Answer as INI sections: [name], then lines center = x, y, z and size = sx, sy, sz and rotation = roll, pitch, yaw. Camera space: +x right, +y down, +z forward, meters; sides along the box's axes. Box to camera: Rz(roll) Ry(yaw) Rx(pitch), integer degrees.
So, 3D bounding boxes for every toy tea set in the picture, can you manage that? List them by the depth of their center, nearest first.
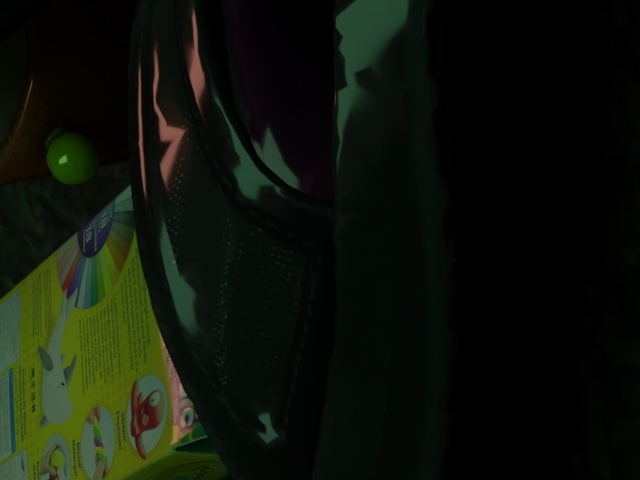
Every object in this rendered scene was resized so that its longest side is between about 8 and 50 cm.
[toy tea set]
center = -0.186, -0.126, 0.632
size = 0.336, 0.124, 0.200
rotation = 5, 96, 40

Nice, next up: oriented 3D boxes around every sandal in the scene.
[sandal]
center = -0.001, 0.002, 0.439
size = 0.107, 0.167, 0.446
rotation = 7, 99, 14

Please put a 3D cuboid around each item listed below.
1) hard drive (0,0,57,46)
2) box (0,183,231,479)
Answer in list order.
[hard drive]
center = -0.189, -0.169, 0.567
size = 0.237, 0.064, 0.339
rotation = -36, 50, 13
[box]
center = -0.072, 0.046, 0.564
size = 0.179, 0.043, 0.105
rotation = -35, 55, 50
